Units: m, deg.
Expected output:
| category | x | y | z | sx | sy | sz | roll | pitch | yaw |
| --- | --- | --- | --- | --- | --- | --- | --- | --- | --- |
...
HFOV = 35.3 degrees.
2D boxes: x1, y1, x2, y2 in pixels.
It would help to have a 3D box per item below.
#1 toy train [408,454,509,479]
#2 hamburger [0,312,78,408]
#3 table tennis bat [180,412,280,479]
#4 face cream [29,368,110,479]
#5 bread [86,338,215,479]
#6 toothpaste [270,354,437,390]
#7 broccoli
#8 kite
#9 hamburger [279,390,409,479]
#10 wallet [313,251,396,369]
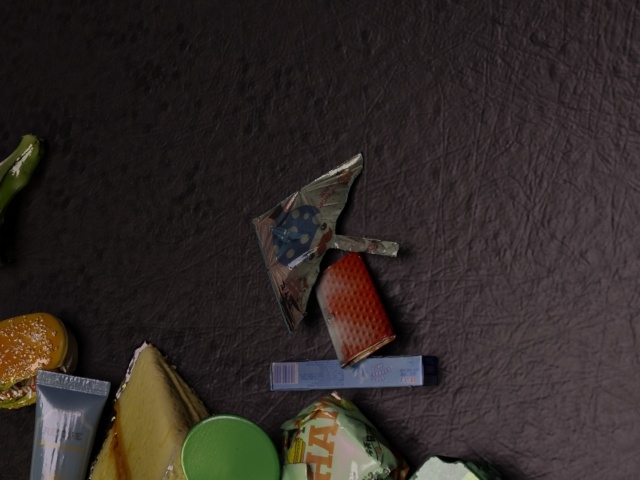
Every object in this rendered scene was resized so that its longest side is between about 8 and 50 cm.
| category | x | y | z | sx | sy | sz | roll | pitch | yaw |
| --- | --- | --- | --- | --- | --- | --- | --- | --- | --- |
| toy train | 0.213 | 0.455 | 1.438 | 0.299 | 0.167 | 0.238 | 41 | 95 | 26 |
| hamburger | -0.562 | 0.227 | 1.912 | 0.210 | 0.116 | 0.173 | -15 | 73 | 21 |
| table tennis bat | -0.128 | 0.391 | 1.589 | 0.160 | 0.039 | 0.257 | -15 | 101 | 14 |
| face cream | -0.482 | 0.435 | 1.837 | 0.135 | 0.086 | 0.386 | 10 | 91 | -1 |
| bread | -0.260 | 0.443 | 1.767 | 0.346 | 0.242 | 0.405 | -57 | 28 | 12 |
| toothpaste | 0.050 | 0.215 | 1.619 | 0.272 | 0.066 | 0.053 | -7 | 77 | 27 |
| broccoli | -0.647 | -0.082 | 2.020 | 0.165 | 0.145 | 0.304 | 27 | 83 | 39 |
| kite | 0.000 | 0.000 | 1.694 | 0.314 | 0.011 | 0.335 | 13 | 79 | 37 |
| hamburger | 0.013 | 0.369 | 1.584 | 0.214 | 0.125 | 0.235 | 39 | 110 | 39 |
| wallet | 0.050 | 0.108 | 1.627 | 0.103 | 0.020 | 0.197 | -34 | 45 | 14 |
